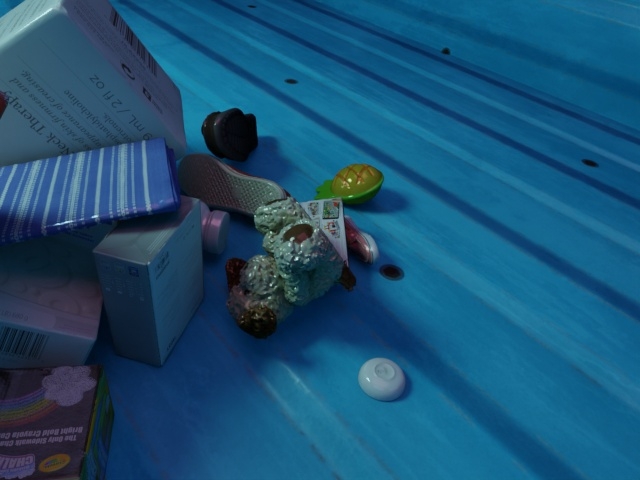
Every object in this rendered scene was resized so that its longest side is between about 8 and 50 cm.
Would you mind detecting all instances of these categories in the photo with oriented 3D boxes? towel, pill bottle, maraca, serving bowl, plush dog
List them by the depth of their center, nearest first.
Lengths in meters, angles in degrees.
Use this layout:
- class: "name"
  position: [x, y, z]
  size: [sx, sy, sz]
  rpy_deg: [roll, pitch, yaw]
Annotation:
- class: "towel"
  position: [-0.401, -0.077, 0.790]
  size: [0.336, 0.040, 0.243]
  rpy_deg: [-14, 39, -12]
- class: "serving bowl"
  position: [0.107, 0.233, 0.836]
  size: [0.084, 0.027, 0.083]
  rpy_deg: [5, 38, -4]
- class: "plush dog"
  position: [-0.073, 0.071, 0.895]
  size: [0.225, 0.210, 0.262]
  rpy_deg: [-37, 27, -1]
- class: "pill bottle"
  position: [-0.307, -0.033, 1.019]
  size: [0.216, 0.121, 0.121]
  rpy_deg: [10, 38, 2]
- class: "maraca"
  position: [0.073, -0.141, 1.256]
  size: [0.186, 0.099, 0.127]
  rpy_deg: [-13, 33, 15]

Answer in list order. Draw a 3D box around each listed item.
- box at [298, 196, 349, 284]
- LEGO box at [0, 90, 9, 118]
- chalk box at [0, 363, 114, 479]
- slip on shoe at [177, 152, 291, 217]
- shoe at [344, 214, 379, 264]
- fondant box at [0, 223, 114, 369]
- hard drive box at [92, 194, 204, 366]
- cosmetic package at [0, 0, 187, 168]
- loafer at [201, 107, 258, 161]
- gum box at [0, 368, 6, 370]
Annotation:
- class: "box"
  position: [0.000, 0.000, 1.043]
  size: [0.114, 0.036, 0.206]
  rpy_deg: [-6, 53, 5]
- class: "LEGO box"
  position: [-0.571, 0.063, 0.503]
  size: [0.193, 0.373, 0.499]
  rpy_deg: [30, 48, -40]
- class: "chalk box"
  position: [-0.346, 0.281, 0.605]
  size: [0.133, 0.132, 0.213]
  rpy_deg: [0, 40, -12]
- class: "slip on shoe"
  position: [-0.213, -0.126, 1.184]
  size: [0.332, 0.122, 0.101]
  rpy_deg: [20, 5, 22]
- class: "shoe"
  position: [0.057, 0.003, 1.096]
  size: [0.081, 0.063, 0.178]
  rpy_deg: [-12, 37, -22]
- class: "fondant box"
  position: [-0.486, 0.055, 0.795]
  size: [0.238, 0.096, 0.330]
  rpy_deg: [21, 23, -29]
- class: "hard drive box"
  position: [-0.272, 0.063, 0.814]
  size: [0.089, 0.232, 0.181]
  rpy_deg: [13, 37, 6]
- class: "cosmetic package"
  position: [-0.532, -0.263, 0.980]
  size: [0.394, 0.329, 0.327]
  rpy_deg: [-31, 42, 8]
- class: "loafer"
  position: [-0.255, -0.275, 1.295]
  size: [0.130, 0.133, 0.366]
  rpy_deg: [-3, 11, 3]
- class: "gum box"
  position: [-0.523, 0.222, 0.698]
  size: [0.189, 0.062, 0.107]
  rpy_deg: [-10, 41, -23]
